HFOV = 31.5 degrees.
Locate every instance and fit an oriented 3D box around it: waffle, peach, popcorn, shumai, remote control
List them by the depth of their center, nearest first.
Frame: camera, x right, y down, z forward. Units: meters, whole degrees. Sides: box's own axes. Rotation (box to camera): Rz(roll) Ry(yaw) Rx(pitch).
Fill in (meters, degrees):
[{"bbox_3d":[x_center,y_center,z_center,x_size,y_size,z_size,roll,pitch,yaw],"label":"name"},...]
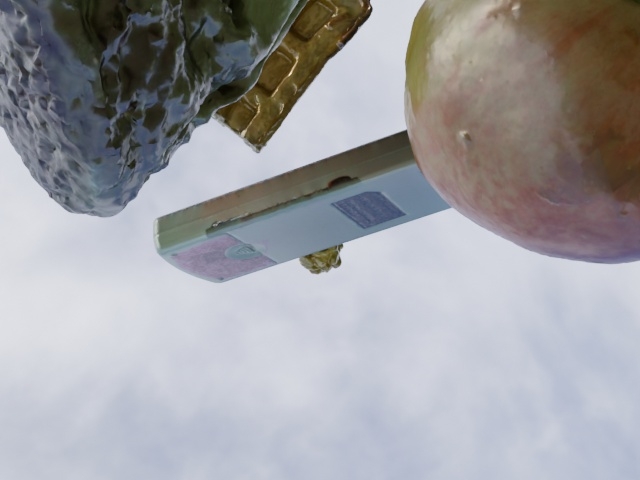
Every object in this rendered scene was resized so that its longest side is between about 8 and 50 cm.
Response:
[{"bbox_3d":[0.161,-0.091,0.730,0.232,0.257,0.232,8,-119,-15],"label":"peach"},{"bbox_3d":[-0.160,-0.241,1.029,0.348,0.395,0.395,-24,-97,-22],"label":"shumai"},{"bbox_3d":[-0.008,-0.033,1.224,0.145,0.344,0.050,36,-139,-60],"label":"remote control"},{"bbox_3d":[0.000,0.000,1.350,0.057,0.083,0.082,-5,-122,5],"label":"popcorn"},{"bbox_3d":[-0.131,-0.340,1.727,0.348,0.304,0.077,39,-176,10],"label":"waffle"}]
